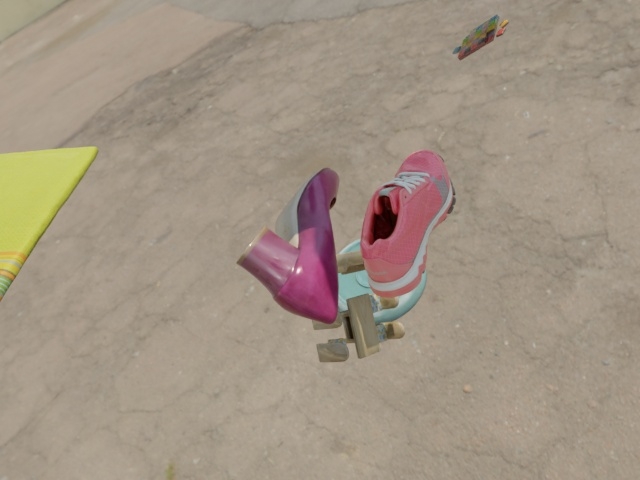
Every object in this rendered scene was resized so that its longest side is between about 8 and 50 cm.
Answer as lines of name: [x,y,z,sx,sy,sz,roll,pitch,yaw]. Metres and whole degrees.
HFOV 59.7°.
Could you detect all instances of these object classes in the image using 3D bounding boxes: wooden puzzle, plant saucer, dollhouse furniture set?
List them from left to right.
dollhouse furniture set: [0.105,0.142,1.276,0.212,0.241,0.161,-9,-3,-45]
plant saucer: [0.160,0.106,1.689,0.318,0.043,0.317,-10,55,15]
wooden puzzle: [0.195,-0.250,0.686,0.083,0.006,0.049,-22,36,47]

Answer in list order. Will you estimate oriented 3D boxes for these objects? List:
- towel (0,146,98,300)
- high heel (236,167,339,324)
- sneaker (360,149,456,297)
towel: [-0.251,-0.001,0.415,0.102,0.021,0.237,-3,39,4]
high heel: [0.000,0.000,1.016,0.127,0.181,0.377,-49,3,40]
sneaker: [0.147,-0.061,0.952,0.116,0.136,0.313,0,52,31]
